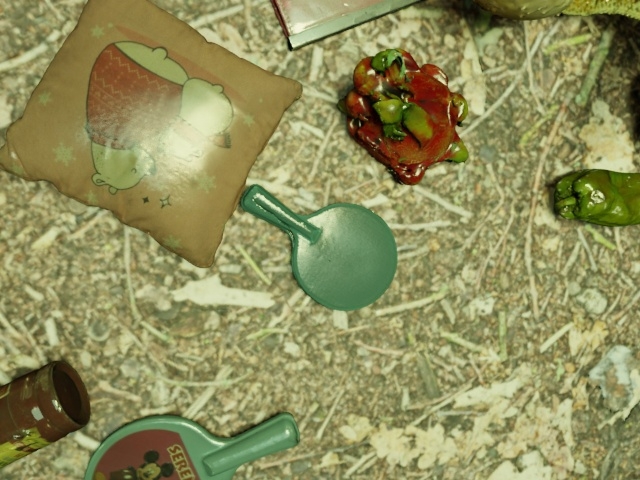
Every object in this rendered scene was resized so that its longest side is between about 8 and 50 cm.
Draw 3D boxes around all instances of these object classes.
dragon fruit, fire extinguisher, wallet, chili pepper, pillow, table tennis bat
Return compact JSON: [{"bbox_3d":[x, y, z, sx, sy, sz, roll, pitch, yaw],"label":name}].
[{"bbox_3d":[0.086,-0.134,0.537,0.142,0.175,0.139,-2,84,19],"label":"dragon fruit"},{"bbox_3d":[-0.369,0.193,0.490,0.252,0.075,0.106,-25,71,-7],"label":"fire extinguisher"},{"bbox_3d":[0.051,-0.308,0.549,0.232,0.025,0.119,-24,99,-8],"label":"wallet"},{"bbox_3d":[0.338,-0.054,0.605,0.203,0.073,0.072,1,76,-22],"label":"chili pepper"},{"bbox_3d":[-0.162,-0.118,0.492,0.236,0.084,0.223,30,87,-15],"label":"pillow"},{"bbox_3d":[-0.140,0.255,0.555,0.244,0.040,0.153,-21,98,-4],"label":"table tennis bat"},{"bbox_3d":[0.000,0.000,0.562,0.201,0.033,0.124,32,86,-14],"label":"table tennis bat"}]

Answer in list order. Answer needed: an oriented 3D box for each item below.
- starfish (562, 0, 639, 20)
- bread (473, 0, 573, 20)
[{"bbox_3d":[0.438,-0.221,0.520,0.347,0.078,0.358,-15,56,-15],"label":"starfish"},{"bbox_3d":[0.208,-0.368,0.467,0.158,0.305,0.306,23,90,27],"label":"bread"}]
